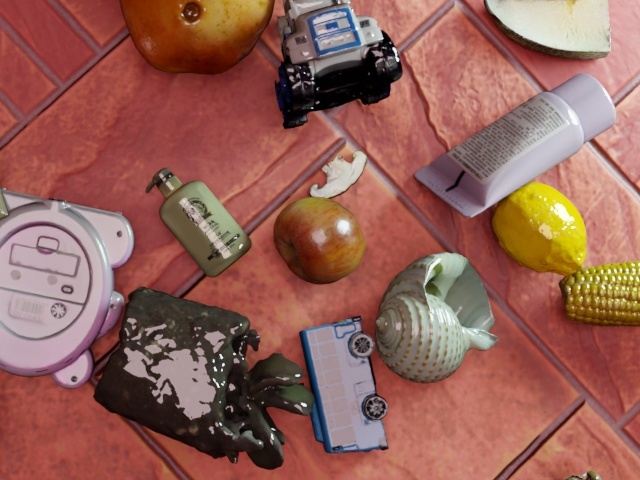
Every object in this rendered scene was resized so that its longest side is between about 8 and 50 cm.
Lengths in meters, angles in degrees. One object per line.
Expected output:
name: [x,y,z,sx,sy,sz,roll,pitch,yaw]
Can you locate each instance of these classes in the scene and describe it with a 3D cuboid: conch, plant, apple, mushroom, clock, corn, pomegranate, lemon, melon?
conch: [0.145,0.113,1.783,0.131,0.200,0.172,-17,67,30]
plant: [-0.148,0.178,1.718,0.276,0.199,0.188,24,79,-5]
apple: [-0.001,-0.002,1.781,0.102,0.126,0.126,-33,90,-23]
mushroom: [0.026,-0.091,1.840,0.101,0.019,0.049,-37,91,-9]
clock: [-0.377,0.064,1.759,0.227,0.090,0.248,12,87,-4]
corn: [0.487,0.071,1.831,0.305,0.106,0.106,0,86,-3]
pomegranate: [-0.170,-0.321,1.749,0.209,0.209,0.209,0,86,-5]
lemon: [0.306,-0.014,1.812,0.114,0.114,0.155,-43,79,-7]
melon: [0.324,-0.306,1.868,0.182,0.054,0.098,-2,80,-6]

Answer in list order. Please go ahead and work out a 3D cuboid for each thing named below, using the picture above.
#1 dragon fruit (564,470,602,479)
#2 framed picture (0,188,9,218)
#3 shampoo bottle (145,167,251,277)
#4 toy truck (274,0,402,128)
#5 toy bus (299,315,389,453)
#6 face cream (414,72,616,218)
dragon fruit: [0.324,0.419,1.751,0.147,0.211,0.282,42,57,-7]
framed picture: [-0.554,-0.115,1.747,0.216,0.016,0.273,-22,73,0]
shampoo bottle: [-0.170,-0.032,1.788,0.079,0.079,0.162,-39,90,-7]
toy truck: [0.005,-0.261,1.755,0.161,0.213,0.177,-16,83,-7]
toy bus: [0.032,0.202,1.787,0.106,0.090,0.185,-12,85,-5]
face cream: [0.277,-0.130,1.819,0.274,0.154,0.096,-31,129,-10]
